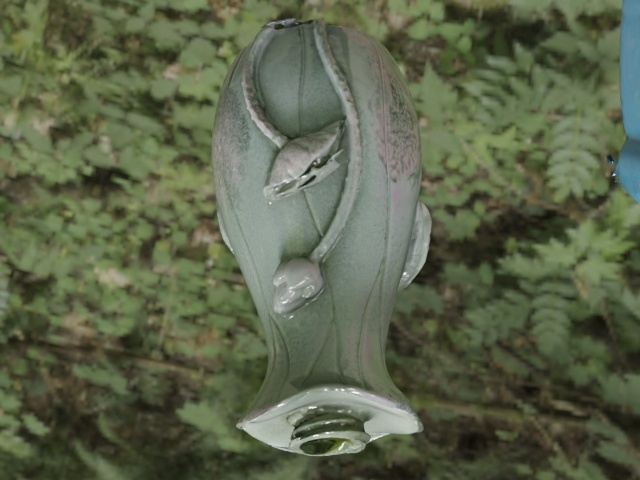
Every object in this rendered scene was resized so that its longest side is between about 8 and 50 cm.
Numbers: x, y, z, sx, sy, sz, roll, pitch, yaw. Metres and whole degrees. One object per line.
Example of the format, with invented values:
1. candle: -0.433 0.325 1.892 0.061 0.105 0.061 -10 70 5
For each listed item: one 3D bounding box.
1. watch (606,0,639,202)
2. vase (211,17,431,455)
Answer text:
1. watch: 0.213 -0.084 0.529 0.211 0.211 0.193 9 -172 3
2. vase: 0.000 0.000 1.252 0.250 0.445 0.250 -2 156 -1
